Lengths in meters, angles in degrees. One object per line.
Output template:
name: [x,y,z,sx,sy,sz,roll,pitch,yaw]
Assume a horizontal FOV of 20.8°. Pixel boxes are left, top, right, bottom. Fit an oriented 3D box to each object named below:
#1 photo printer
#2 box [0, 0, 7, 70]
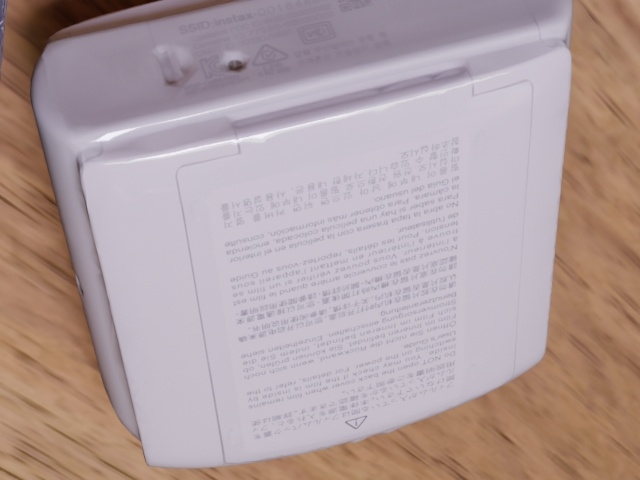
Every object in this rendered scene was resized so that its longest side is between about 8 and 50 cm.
photo printer: [0.000,0.000,0.909,0.256,0.107,0.307,-15,142,-7]
box: [-0.266,-0.077,0.728,0.247,0.142,0.163,-4,129,-21]
